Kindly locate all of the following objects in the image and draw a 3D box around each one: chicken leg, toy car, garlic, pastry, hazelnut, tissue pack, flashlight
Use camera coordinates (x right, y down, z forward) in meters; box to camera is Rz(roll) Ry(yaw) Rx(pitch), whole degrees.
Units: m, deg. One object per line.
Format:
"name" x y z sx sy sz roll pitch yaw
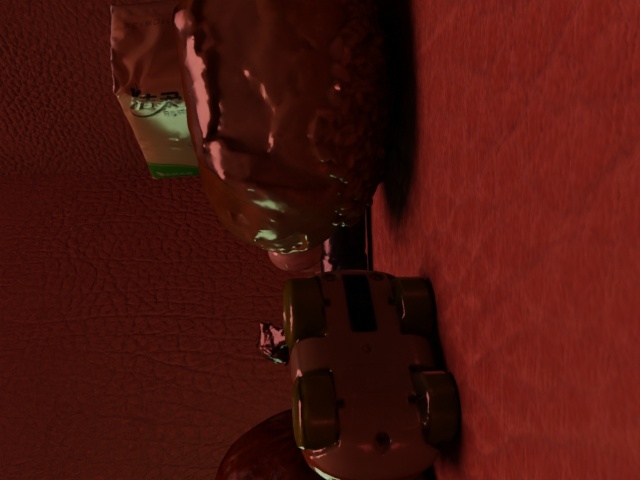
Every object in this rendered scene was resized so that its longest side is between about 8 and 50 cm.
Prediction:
"chicken leg" -0.012 0.141 1.123 0.304 0.093 0.113 -23 104 47
"toy car" 0.035 0.162 0.703 0.235 0.145 0.234 180 90 -82
"garlic" 0.000 0.000 1.599 0.212 0.219 0.218 32 140 33
"pastry" -0.035 -0.185 0.848 0.409 0.245 0.409 -5 -90 -90
"hazelnut" -0.060 0.606 1.619 0.421 0.353 0.420 -49 25 32
"tissue pack" -0.134 -0.263 1.210 0.331 0.405 0.205 93 170 -67
"flashlight" 0.037 0.013 1.166 0.103 0.103 0.423 -105 12 -76

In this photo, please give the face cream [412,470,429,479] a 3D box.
"face cream" 0.088 0.311 0.693 0.273 0.078 0.078 -98 6 -56
